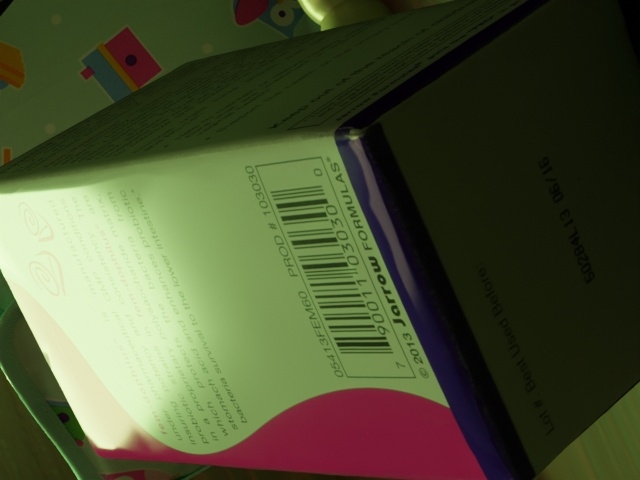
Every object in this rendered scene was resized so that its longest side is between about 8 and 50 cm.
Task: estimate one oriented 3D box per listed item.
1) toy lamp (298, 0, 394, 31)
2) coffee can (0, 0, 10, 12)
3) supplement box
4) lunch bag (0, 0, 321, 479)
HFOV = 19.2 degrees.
[{"bbox_3d":[0.004,-0.103,0.713,0.080,0.080,0.275,90,155,-75],"label":"toy lamp"},{"bbox_3d":[-0.115,-0.191,0.336,0.275,0.201,0.201,38,178,-11],"label":"coffee can"},{"bbox_3d":[0.000,0.000,0.599,0.220,0.114,0.111,-5,115,51],"label":"supplement box"},{"bbox_3d":[-0.069,-0.023,0.918,0.262,0.223,0.160,63,-179,6],"label":"lunch bag"}]
